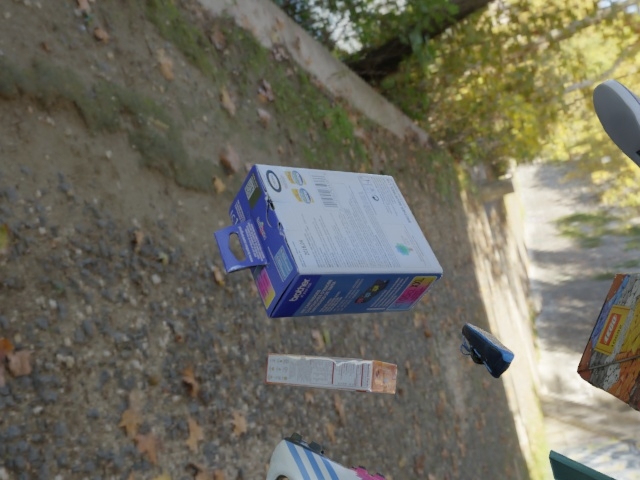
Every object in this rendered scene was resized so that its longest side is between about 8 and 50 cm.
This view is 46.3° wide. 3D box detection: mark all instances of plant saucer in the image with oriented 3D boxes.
[{"bbox_3d":[0.499,0.450,1.388,0.192,0.018,0.067,13,-57,62],"label":"plant saucer"}]

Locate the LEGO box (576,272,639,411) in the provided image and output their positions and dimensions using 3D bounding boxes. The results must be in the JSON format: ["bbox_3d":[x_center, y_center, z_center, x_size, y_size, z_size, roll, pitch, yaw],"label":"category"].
[{"bbox_3d":[0.670,0.227,1.047,0.372,0.500,0.193,22,91,-84],"label":"LEGO box"}]

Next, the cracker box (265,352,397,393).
[{"bbox_3d":[0.024,0.274,1.538,0.156,0.232,0.067,30,63,-65],"label":"cracker box"}]

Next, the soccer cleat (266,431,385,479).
[{"bbox_3d":[0.037,0.532,1.571,0.143,0.331,0.116,-62,156,-20],"label":"soccer cleat"}]

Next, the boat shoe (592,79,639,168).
[{"bbox_3d":[0.588,-0.187,1.328,0.258,0.084,0.095,53,-16,-2],"label":"boat shoe"}]

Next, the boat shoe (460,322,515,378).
[{"bbox_3d":[0.437,0.298,2.055,0.258,0.109,0.089,-116,-130,-79],"label":"boat shoe"}]

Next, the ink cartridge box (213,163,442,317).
[{"bbox_3d":[0.000,0.000,1.444,0.395,0.151,0.270,3,48,-34],"label":"ink cartridge box"}]
